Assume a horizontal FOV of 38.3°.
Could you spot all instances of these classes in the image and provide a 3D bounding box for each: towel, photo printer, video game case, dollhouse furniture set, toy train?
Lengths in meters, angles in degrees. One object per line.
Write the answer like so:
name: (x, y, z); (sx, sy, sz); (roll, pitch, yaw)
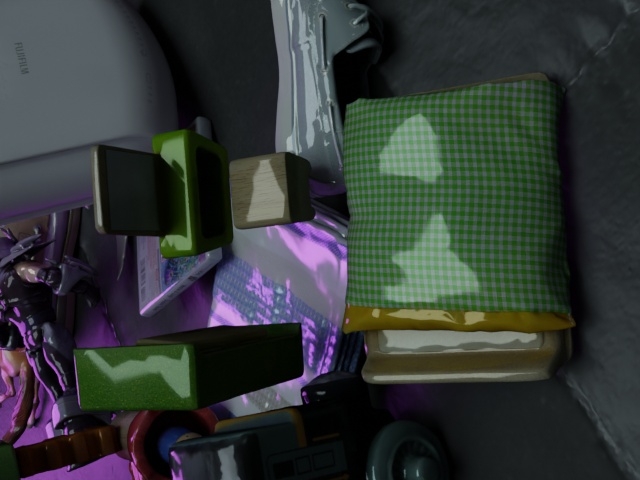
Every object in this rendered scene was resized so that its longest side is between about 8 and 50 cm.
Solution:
towel: (-0.045, 0.093, 0.819); (0.209, 0.034, 0.285); (29, 113, 46)
photo printer: (-0.300, -0.137, 0.913); (0.107, 0.307, 0.256); (96, 156, -54)
video game case: (-0.145, -0.022, 0.921); (0.143, 0.019, 0.157); (-37, 51, 43)
dollhouse furniture set: (0.000, 0.000, 0.599); (0.301, 0.151, 0.198); (-6, 86, 28)
toy train: (0.003, 0.263, 0.647); (0.142, 0.190, 0.334); (-19, 77, 49)

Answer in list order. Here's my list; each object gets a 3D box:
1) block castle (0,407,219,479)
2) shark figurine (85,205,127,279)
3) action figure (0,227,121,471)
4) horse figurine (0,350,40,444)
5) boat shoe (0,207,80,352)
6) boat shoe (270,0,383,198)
block castle: (-0.289, 0.320, 0.776); (0.212, 0.453, 0.303); (-16, 83, 61)
shark figurine: (-0.334, -0.061, 1.062); (0.116, 0.278, 0.166); (-62, 8, 13)
action figure: (-0.306, 0.112, 1.031); (0.185, 0.099, 0.285); (-38, 75, 44)
horse figurine: (-0.420, 0.141, 1.237); (0.263, 0.066, 0.175); (55, 136, 36)
boat shoe: (-0.366, -0.012, 1.137); (0.113, 0.103, 0.303); (-2, 89, 49)
boat shoe: (0.014, -0.147, 0.722); (0.081, 0.079, 0.228); (-1, 89, 30)
